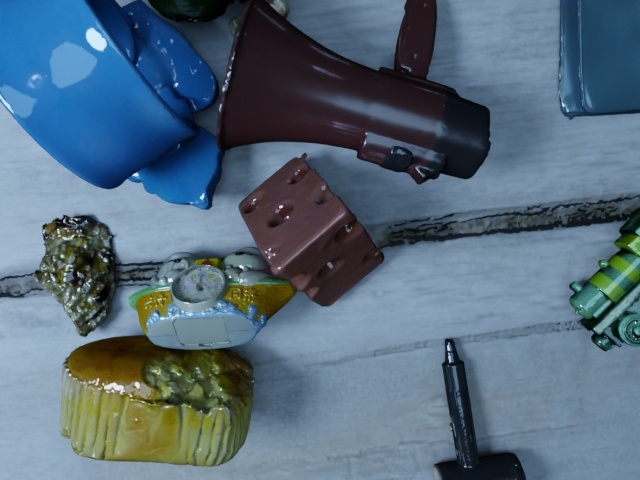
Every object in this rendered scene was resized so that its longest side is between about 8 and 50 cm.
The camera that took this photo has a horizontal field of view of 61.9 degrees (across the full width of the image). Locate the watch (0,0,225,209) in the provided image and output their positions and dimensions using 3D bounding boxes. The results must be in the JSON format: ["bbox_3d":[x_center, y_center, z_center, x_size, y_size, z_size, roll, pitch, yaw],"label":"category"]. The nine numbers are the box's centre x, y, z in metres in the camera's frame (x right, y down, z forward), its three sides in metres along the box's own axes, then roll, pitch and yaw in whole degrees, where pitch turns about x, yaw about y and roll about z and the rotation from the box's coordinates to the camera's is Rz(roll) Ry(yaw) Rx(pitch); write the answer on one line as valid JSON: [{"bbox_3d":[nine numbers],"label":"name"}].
[{"bbox_3d":[-0.248,-0.159,0.637,0.241,0.274,0.305,-36,90,3],"label":"watch"}]

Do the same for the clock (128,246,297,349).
[{"bbox_3d":[-0.147,0.072,0.737,0.231,0.144,0.103,-2,133,-2],"label":"clock"}]

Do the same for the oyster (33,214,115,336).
[{"bbox_3d":[-0.353,0.051,0.772,0.105,0.056,0.177,0,92,-9],"label":"oyster"}]

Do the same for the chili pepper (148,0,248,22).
[{"bbox_3d":[-0.157,-0.411,0.613,0.248,0.257,0.233,-38,66,2],"label":"chili pepper"}]

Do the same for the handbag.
[{"bbox_3d":[0.412,-0.287,0.744,0.144,0.057,0.221,-4,96,-4],"label":"handbag"}]

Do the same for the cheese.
[{"bbox_3d":[0.006,0.006,0.725,0.128,0.203,0.177,-41,124,2],"label":"cheese"}]

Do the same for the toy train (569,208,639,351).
[{"bbox_3d":[0.452,0.062,0.773,0.132,0.083,0.200,44,94,6],"label":"toy train"}]

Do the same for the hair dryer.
[{"bbox_3d":[0.228,0.271,0.800,0.128,0.070,0.256,-7,92,-1],"label":"hair dryer"}]

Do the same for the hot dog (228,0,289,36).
[{"bbox_3d":[-0.083,-0.309,0.744,0.090,0.034,0.030,-18,107,20],"label":"hot dog"}]

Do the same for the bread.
[{"bbox_3d":[-0.216,0.207,0.722,0.250,0.179,0.133,10,98,1],"label":"bread"}]

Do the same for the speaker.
[{"bbox_3d":[0.048,-0.202,0.712,0.329,0.259,0.198,10,136,-8],"label":"speaker"}]
